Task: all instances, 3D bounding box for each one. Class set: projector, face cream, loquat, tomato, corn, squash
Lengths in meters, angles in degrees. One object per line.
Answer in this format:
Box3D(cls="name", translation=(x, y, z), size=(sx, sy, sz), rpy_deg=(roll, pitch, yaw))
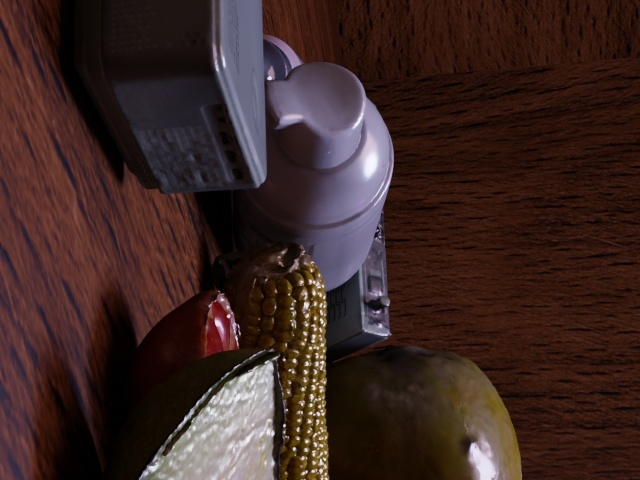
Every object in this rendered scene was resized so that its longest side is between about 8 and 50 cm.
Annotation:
Box3D(cls="projector", translation=(-0.096, -0.180, 0.986), size=(0.192, 0.099, 0.257), rpy_deg=(77, 10, -68))
Box3D(cls="face cream", translation=(-0.057, -0.154, 1.522), size=(0.311, 0.092, 0.092), rpy_deg=(-7, 93, -85))
Box3D(cls="loquat", translation=(0.073, 0.247, 1.605), size=(0.276, 0.276, 0.284), rpy_deg=(-62, 156, -82))
Box3D(cls="tomato", translation=(-0.086, 0.108, 0.982), size=(0.155, 0.069, 0.155), rpy_deg=(-7, 90, -84))
Box3D(cls="corn", translation=(-0.041, 0.143, 1.392), size=(0.106, 0.106, 0.293), rpy_deg=(-83, 172, -69))
Box3D(cls="face cream", translation=(-0.006, -0.065, 1.382), size=(0.370, 0.145, 0.145), rpy_deg=(105, -17, -73))
Box3D(cls="squash", translation=(-0.099, 0.161, 0.858), size=(0.184, 0.085, 0.192), rpy_deg=(-39, 137, -48))

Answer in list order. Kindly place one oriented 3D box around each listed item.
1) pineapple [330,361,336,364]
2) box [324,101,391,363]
Box3D(cls="pineapple", translation=(-0.001, 0.192, 1.863), size=(0.119, 0.111, 0.237), rpy_deg=(-30, -110, 59))
Box3D(cls="box", translation=(0.000, 0.000, 1.651), size=(0.211, 0.045, 0.270), rpy_deg=(-29, -124, 45))
